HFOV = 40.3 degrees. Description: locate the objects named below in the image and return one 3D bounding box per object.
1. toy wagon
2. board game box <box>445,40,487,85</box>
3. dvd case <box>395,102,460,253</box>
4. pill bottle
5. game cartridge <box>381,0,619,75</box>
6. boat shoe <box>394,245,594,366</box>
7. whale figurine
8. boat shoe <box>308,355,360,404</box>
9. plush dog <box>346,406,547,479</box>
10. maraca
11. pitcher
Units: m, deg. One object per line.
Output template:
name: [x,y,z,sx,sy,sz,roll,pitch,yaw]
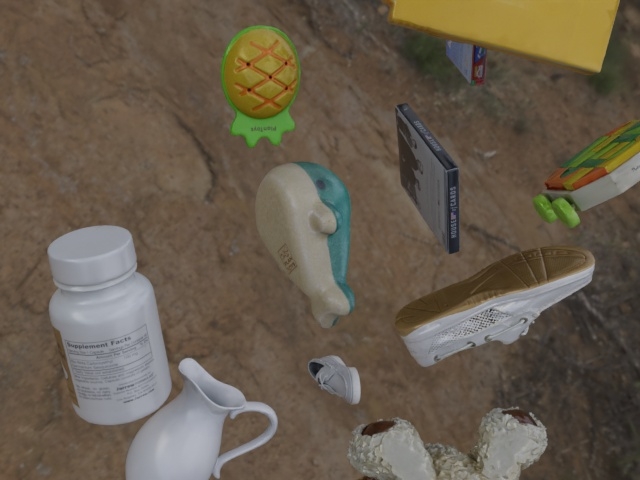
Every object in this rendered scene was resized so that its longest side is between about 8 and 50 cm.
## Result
toy wagon: [0.503,-0.131,1.560,0.068,0.267,0.344,54,1,-6]
board game box: [0.237,-0.406,1.389,0.027,0.281,0.145,-8,34,-8]
dvd case: [0.191,-0.114,1.560,0.029,0.179,0.239,-15,39,-9]
pill bottle: [-0.270,0.105,1.103,0.131,0.131,0.229,-37,129,-49]
game cartridge: [0.265,-0.404,1.198,0.323,0.053,0.285,13,96,-5]
boat shoe: [0.243,0.093,1.183,0.098,0.277,0.096,-86,151,-65]
whale figurine: [0.000,0.000,1.418,0.141,0.216,0.272,-16,74,-29]
boat shoe: [0.022,0.247,1.569,0.063,0.184,0.066,-1,104,-16]
plush dog: [0.168,0.341,1.173,0.262,0.225,0.211,-5,76,-3]
maraca: [-0.091,-0.236,1.343,0.127,0.099,0.186,-6,108,-17]
pitcher: [-0.178,0.301,1.286,0.177,0.207,0.125,29,12,-12]
